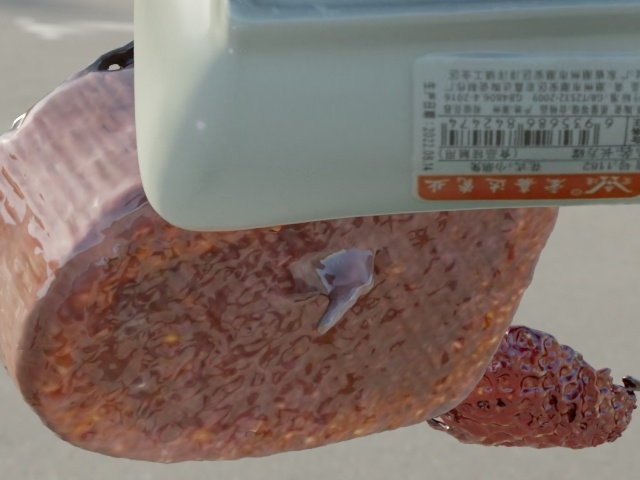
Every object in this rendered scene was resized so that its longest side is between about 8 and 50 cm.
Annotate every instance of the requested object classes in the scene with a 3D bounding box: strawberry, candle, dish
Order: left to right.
[{"bbox_3d":[0.000,0.000,0.907,0.317,0.287,0.131,-36,50,-3],"label":"candle"},{"bbox_3d":[0.049,-0.086,0.547,0.212,0.151,0.077,-2,-23,3],"label":"dish"},{"bbox_3d":[0.150,0.114,1.377,0.188,0.082,0.121,24,-20,-25],"label":"strawberry"}]
